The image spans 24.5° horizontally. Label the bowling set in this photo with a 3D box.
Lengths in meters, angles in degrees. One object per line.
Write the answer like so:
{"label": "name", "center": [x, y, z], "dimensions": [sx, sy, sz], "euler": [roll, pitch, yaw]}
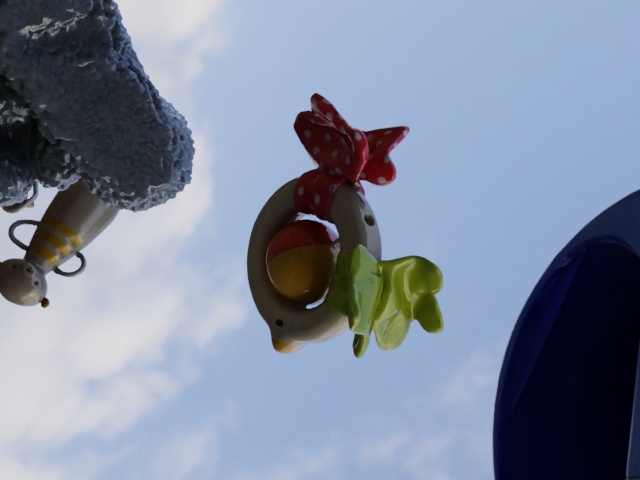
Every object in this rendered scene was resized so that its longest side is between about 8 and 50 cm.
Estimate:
{"label": "bowling set", "center": [-0.302, -0.097, 1.259], "dimensions": [0.154, 0.287, 0.200], "euler": [-54, 177, -30]}

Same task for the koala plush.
{"label": "koala plush", "center": [-0.207, -0.113, 0.891], "dimensions": [0.196, 0.203, 0.221], "euler": [-22, -157, -9]}

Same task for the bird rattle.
{"label": "bird rattle", "center": [0.000, 0.000, 1.407], "dimensions": [0.207, 0.143, 0.253], "euler": [-32, -108, 34]}

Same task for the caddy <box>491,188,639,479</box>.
{"label": "caddy", "center": [0.188, 0.142, 0.618], "dimensions": [0.241, 0.179, 0.341], "euler": [-14, -104, 49]}
